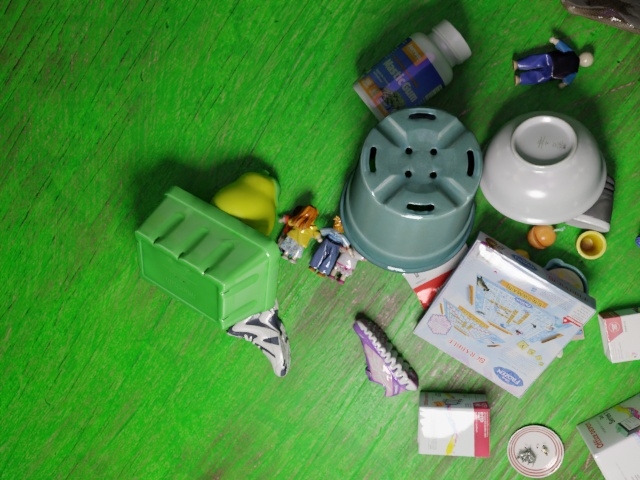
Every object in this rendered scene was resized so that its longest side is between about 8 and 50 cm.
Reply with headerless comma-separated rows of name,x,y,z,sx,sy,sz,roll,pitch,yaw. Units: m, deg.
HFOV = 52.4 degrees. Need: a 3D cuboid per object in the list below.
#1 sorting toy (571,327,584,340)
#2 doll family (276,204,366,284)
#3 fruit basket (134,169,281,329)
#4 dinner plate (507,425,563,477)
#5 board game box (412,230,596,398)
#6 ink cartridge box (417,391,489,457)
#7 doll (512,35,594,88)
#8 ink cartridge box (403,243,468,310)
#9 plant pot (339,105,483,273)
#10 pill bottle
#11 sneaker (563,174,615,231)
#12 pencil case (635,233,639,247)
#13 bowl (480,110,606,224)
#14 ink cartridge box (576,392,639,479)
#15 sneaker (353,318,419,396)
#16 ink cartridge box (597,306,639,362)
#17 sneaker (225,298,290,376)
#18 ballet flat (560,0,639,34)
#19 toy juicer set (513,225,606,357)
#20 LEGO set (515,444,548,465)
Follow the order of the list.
sorting toy,0.626,0.227,1.655,0.083,0.012,0.061,-7,94,10
doll family,0.000,0.000,1.686,0.263,0.118,0.163,27,99,6
fruit basket,-0.243,-0.005,1.682,0.392,0.392,0.282,16,132,8
dinner plate,0.559,0.548,1.693,0.141,0.017,0.141,1,95,10
board game box,0.444,0.188,1.604,0.319,0.066,0.318,32,120,5
ink cartridge box,0.338,0.469,1.666,0.176,0.128,0.127,-1,95,9
doll,0.569,-0.433,1.590,0.189,0.046,0.129,-7,95,10
ink cartridge box,0.304,0.068,1.677,0.181,0.056,0.224,-28,88,11
plant pot,0.214,-0.123,1.484,0.342,0.334,0.340,0,76,1
pill bottle,0.227,-0.410,1.596,0.272,0.152,0.152,-38,88,11
sneaker,0.577,-0.132,1.596,0.296,0.104,0.146,19,84,13
pencil case,0.870,-0.084,1.529,0.119,0.133,0.306,38,101,38
bowl,0.514,-0.195,1.511,0.298,0.134,0.297,-6,64,13
ink cartridge box,0.780,0.461,1.554,0.278,0.201,0.117,-32,88,11
sneaker,0.151,0.316,1.707,0.105,0.095,0.236,-37,89,18
ink cartridge box,0.801,0.224,1.597,0.198,0.067,0.115,-11,94,9
sneaker,-0.176,0.261,1.753,0.153,0.094,0.234,-15,92,12
ballet flat,0.698,-0.545,1.559,0.250,0.058,0.084,16,76,2
toy juicer set,0.555,0.112,1.612,0.209,0.089,0.328,18,96,8
LEGO set,0.544,0.554,1.675,0.083,0.023,0.054,-40,88,11
